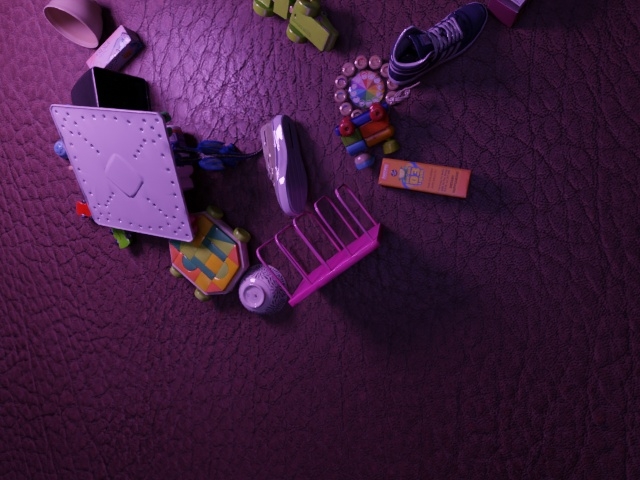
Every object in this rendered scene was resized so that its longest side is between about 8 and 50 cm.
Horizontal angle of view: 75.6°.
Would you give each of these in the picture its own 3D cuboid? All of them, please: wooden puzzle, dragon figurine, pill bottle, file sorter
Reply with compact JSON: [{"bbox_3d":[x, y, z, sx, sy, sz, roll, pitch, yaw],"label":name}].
[{"bbox_3d":[0.108,-0.446,1.155,0.078,0.014,0.116,31,105,6],"label":"wooden puzzle"},{"bbox_3d":[-0.314,-0.253,1.229,0.289,0.144,0.085,2,101,9],"label":"dragon figurine"},{"bbox_3d":[-0.464,-0.251,1.296,0.108,0.108,0.194,-15,93,17],"label":"pill bottle"},{"bbox_3d":[0.000,0.000,1.132,0.290,0.202,0.182,-37,95,17],"label":"file sorter"}]

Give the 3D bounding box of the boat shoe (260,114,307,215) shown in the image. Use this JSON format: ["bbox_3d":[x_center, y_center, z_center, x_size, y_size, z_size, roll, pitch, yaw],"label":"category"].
[{"bbox_3d":[-0.108,-0.213,1.200,0.094,0.109,0.303,-15,76,34],"label":"boat shoe"}]

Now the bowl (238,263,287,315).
[{"bbox_3d":[-0.194,0.163,1.287,0.170,0.080,0.170,2,97,16],"label":"bowl"}]

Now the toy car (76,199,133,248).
[{"bbox_3d":[-0.706,-0.078,1.419,0.239,0.053,0.225,-27,90,18],"label":"toy car"}]

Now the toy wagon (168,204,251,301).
[{"bbox_3d":[-0.388,0.019,1.322,0.344,0.068,0.267,39,106,11],"label":"toy wagon"}]

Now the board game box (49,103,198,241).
[{"bbox_3d":[-0.564,-0.198,1.216,0.389,0.050,0.390,10,125,18],"label":"board game box"}]

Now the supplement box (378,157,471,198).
[{"bbox_3d":[0.277,-0.166,1.108,0.233,0.080,0.078,11,98,17],"label":"supplement box"}]

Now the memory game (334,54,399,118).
[{"bbox_3d":[0.129,-0.417,1.141,0.186,0.012,0.186,2,101,10],"label":"memory game"}]

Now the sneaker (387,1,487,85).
[{"bbox_3d":[0.291,-0.498,1.014,0.282,0.153,0.099,-33,87,13],"label":"sneaker"}]

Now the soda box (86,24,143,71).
[{"bbox_3d":[-0.668,-0.604,1.336,0.183,0.058,0.063,-34,87,18],"label":"soda box"}]

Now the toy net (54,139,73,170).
[{"bbox_3d":[-0.829,-0.288,1.435,0.232,0.045,0.122,42,104,6],"label":"toy net"}]

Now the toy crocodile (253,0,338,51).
[{"bbox_3d":[-0.082,-0.655,1.141,0.340,0.105,0.115,41,148,7],"label":"toy crocodile"}]

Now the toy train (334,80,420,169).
[{"bbox_3d":[0.176,-0.299,1.104,0.248,0.105,0.143,-23,109,14],"label":"toy train"}]

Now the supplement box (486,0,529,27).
[{"bbox_3d":[0.489,-0.622,0.972,0.080,0.104,0.188,39,106,8],"label":"supplement box"}]

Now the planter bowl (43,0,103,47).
[{"bbox_3d":[-0.767,-0.716,1.312,0.162,0.162,0.109,15,74,14],"label":"planter bowl"}]

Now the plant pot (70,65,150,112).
[{"bbox_3d":[-0.673,-0.419,1.308,0.166,0.188,0.188,-2,97,28],"label":"plant pot"}]
